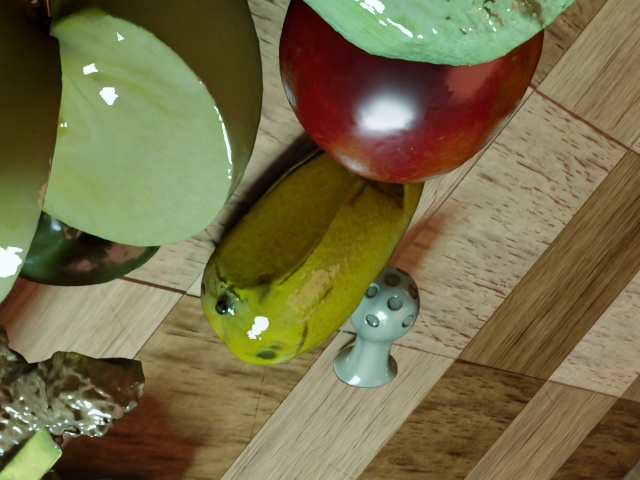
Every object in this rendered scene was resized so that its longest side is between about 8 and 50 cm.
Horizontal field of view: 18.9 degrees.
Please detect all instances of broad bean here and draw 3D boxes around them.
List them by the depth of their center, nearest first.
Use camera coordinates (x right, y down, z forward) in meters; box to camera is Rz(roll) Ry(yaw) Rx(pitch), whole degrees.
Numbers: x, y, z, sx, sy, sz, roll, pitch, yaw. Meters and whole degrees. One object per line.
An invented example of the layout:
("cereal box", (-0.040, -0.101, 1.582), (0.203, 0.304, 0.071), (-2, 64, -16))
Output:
("broad bean", (-0.204, -0.036, 1.476), (0.153, 0.072, 0.207), (-51, 143, 4))

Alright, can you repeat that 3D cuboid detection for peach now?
("peach", (0.072, -0.166, 1.550), (0.243, 0.199, 0.243), (-59, -168, 21))

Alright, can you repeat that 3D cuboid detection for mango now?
("mango", (0.000, 0.000, 1.759), (0.262, 0.130, 0.167), (-50, 160, -3))

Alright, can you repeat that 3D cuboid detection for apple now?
("apple", (-0.182, -0.095, 1.163), (0.292, 0.292, 0.254), (-31, 175, -29))

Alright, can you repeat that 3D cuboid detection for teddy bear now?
("teddy bear", (-0.282, 0.174, 1.482), (0.296, 0.246, 0.222), (-19, -129, 69))

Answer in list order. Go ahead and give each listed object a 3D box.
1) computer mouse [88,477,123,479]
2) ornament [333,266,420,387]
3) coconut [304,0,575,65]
("computer mouse", (-0.221, 0.306, 1.914), (0.167, 0.090, 0.379), (-47, 160, 1))
("ornament", (0.061, 0.088, 2.046), (0.075, 0.081, 0.156), (2, 140, -9))
("coconut", (0.063, -0.285, 1.264), (0.328, 0.328, 0.281), (-45, -170, -2))
